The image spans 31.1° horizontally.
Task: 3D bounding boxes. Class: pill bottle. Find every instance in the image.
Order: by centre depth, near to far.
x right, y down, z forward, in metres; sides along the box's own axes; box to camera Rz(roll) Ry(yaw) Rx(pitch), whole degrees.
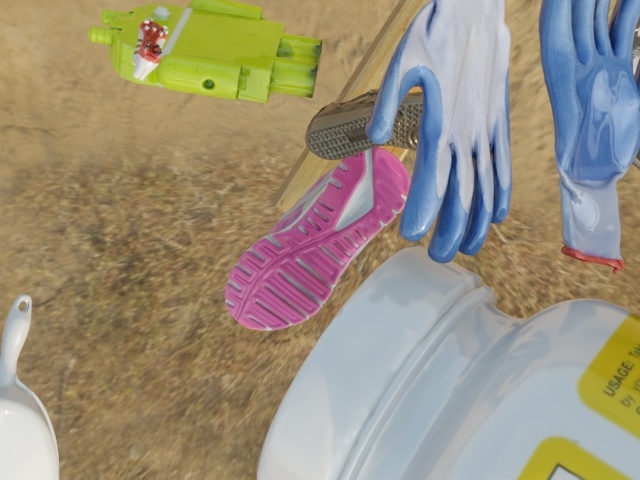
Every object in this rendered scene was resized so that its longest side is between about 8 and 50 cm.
[{"bbox_3d":[0.146,0.144,0.499,0.334,0.188,0.188,32,95,18],"label":"pill bottle"}]

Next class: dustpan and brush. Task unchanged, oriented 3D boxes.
[{"bbox_3d":[-0.291,0.154,1.041,0.147,0.060,0.211,16,93,-28],"label":"dustpan and brush"}]

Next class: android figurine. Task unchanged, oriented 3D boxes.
[{"bbox_3d":[-0.135,-0.230,1.368,0.273,0.248,0.056,11,120,0],"label":"android figurine"}]

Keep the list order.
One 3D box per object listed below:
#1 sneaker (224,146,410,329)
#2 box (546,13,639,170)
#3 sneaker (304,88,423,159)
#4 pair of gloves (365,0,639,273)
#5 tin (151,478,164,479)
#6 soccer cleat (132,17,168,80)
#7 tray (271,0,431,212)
[{"bbox_3d":[0.000,0.000,1.264,0.252,0.111,0.103,-43,93,9],"label":"sneaker"},{"bbox_3d":[0.393,-0.112,1.135,0.307,0.242,0.076,42,76,2],"label":"box"},{"bbox_3d":[0.072,-0.130,1.149,0.188,0.071,0.066,-4,134,29],"label":"sneaker"},{"bbox_3d":[0.099,-0.066,0.530,0.023,0.198,0.159,1,87,49],"label":"pair of gloves"},{"bbox_3d":[-0.150,0.316,1.129,0.040,0.106,0.189,-8,125,31],"label":"tin"},{"bbox_3d":[-0.161,-0.178,1.067,0.029,0.083,0.035,26,120,-21],"label":"soccer cleat"},{"bbox_3d":[0.094,-0.194,1.633,0.076,0.203,0.410,32,92,18],"label":"tray"}]
